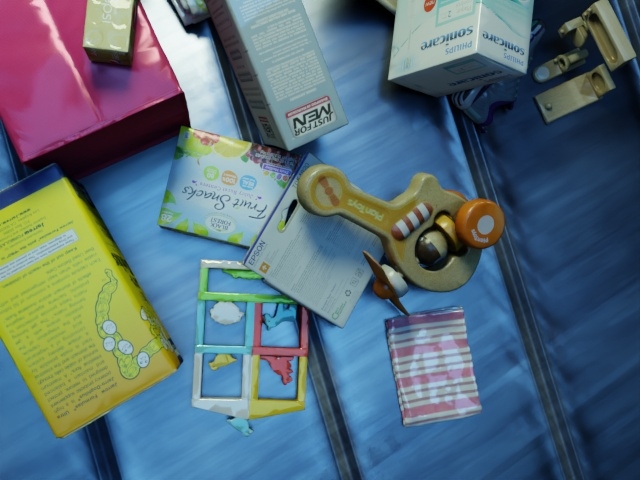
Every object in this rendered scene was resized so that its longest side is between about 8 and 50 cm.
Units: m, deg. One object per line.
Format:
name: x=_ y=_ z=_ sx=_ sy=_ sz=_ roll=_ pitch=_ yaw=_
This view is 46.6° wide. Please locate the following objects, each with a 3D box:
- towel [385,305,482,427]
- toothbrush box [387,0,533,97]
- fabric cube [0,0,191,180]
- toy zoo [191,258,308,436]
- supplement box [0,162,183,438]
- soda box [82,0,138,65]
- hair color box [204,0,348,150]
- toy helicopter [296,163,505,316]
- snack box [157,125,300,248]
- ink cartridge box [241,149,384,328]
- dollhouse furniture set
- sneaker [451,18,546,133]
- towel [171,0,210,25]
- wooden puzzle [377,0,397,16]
towel: x=0.199 y=0.221 z=1.300 sx=0.144 sy=0.029 sz=0.197 roll=-9 pitch=86 yaw=-7
toothbrush box: x=0.241 y=-0.413 z=1.255 sx=0.126 sy=0.216 sz=0.295 roll=10 pitch=84 yaw=-34
fabric cube: x=-0.375 y=-0.263 z=1.158 sx=0.259 sy=0.254 sz=0.258 roll=-26 pitch=90 yaw=-9
toy zoo: x=-0.117 y=0.182 z=1.262 sx=0.192 sy=0.030 sz=0.293 roll=2 pitch=85 yaw=-7
supplement box: x=-0.387 y=0.092 z=1.153 sx=0.195 sy=0.194 sz=0.356 roll=-30 pitch=90 yaw=-9
soda box: x=-0.283 y=-0.338 z=1.020 sx=0.061 sy=0.058 sz=0.181 roll=5 pitch=84 yaw=-8
hair color box: x=-0.095 y=-0.340 z=1.183 sx=0.114 sy=0.185 sz=0.374 roll=-25 pitch=106 yaw=-10
toy helicopter: x=0.112 y=-0.012 z=1.220 sx=0.355 sy=0.140 sz=0.235 roll=24 pitch=93 yaw=-24
snack box: x=-0.154 y=-0.082 z=1.260 sx=0.207 sy=0.070 sz=0.174 roll=14 pitch=85 yaw=-5
ink cartridge box: x=0.000 y=0.000 z=1.244 sx=0.224 sy=0.045 sz=0.223 roll=36 pitch=77 yaw=-25
dollhouse furniture set: x=0.453 y=-0.315 z=1.319 sx=0.123 sy=0.151 sz=0.144 roll=-25 pitch=86 yaw=-9
sneaker: x=0.339 y=-0.301 z=1.353 sx=0.223 sy=0.083 sz=0.098 roll=-45 pitch=112 yaw=-4
towel: x=-0.149 y=-0.590 z=1.287 sx=0.374 sy=0.090 sz=0.320 roll=-29 pitch=99 yaw=-8
wooden puzzle: x=0.094 y=-0.539 z=1.295 sx=0.221 sy=0.044 sz=0.238 roll=20 pitch=78 yaw=-47
